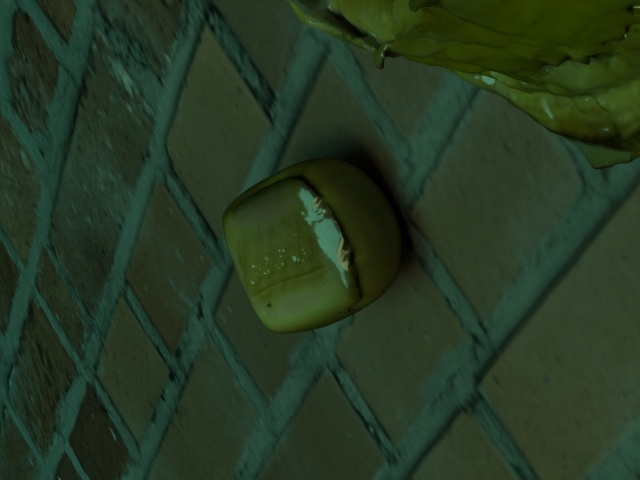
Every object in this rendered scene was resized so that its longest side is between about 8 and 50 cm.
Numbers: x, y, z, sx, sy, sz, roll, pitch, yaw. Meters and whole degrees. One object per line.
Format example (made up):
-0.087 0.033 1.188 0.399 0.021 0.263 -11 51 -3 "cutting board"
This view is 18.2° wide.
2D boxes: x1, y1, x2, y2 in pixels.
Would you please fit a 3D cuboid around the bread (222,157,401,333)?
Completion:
0.000 0.000 1.002 0.082 0.056 0.115 64 149 4 "bread"

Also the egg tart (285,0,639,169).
0.035 -0.161 0.685 0.315 0.120 0.315 48 153 34 "egg tart"
